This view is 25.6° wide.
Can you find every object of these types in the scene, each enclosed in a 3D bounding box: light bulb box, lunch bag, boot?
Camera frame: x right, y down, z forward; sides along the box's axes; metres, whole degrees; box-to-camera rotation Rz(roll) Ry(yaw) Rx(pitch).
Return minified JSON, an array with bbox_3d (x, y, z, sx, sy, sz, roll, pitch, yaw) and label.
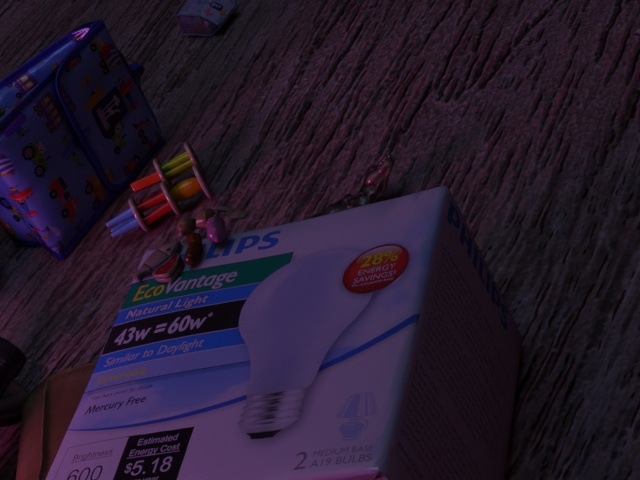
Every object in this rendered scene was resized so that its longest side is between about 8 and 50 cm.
[{"bbox_3d":[-0.022,0.170,1.343,0.358,0.225,0.361,-12,37,24],"label":"light bulb box"},{"bbox_3d":[-0.187,-0.379,2.349,0.083,0.053,0.071,10,49,30],"label":"lunch bag"},{"bbox_3d":[-0.359,-0.157,2.020,0.138,0.221,0.293,14,52,44],"label":"lunch bag"},{"bbox_3d":[-0.326,0.267,1.563,0.236,0.089,0.269,-15,34,5],"label":"boot"}]

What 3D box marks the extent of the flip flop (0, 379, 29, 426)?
[{"bbox_3d":[-0.448,0.139,1.750,0.112,0.080,0.277,-12,41,-34],"label":"flip flop"}]

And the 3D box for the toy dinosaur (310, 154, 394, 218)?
[{"bbox_3d":[0.000,0.000,1.709,0.268,0.064,0.118,-34,27,-5],"label":"toy dinosaur"}]

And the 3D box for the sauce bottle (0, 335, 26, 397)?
[{"bbox_3d":[-0.449,0.258,1.584,0.111,0.111,0.344,4,55,38],"label":"sauce bottle"}]

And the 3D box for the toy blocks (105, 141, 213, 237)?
[{"bbox_3d":[-0.232,-0.066,1.959,0.148,0.054,0.123,-28,34,1],"label":"toy blocks"}]

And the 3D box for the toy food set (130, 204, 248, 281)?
[{"bbox_3d":[-0.133,0.000,1.433,0.078,0.019,0.122,14,51,48],"label":"toy food set"}]
